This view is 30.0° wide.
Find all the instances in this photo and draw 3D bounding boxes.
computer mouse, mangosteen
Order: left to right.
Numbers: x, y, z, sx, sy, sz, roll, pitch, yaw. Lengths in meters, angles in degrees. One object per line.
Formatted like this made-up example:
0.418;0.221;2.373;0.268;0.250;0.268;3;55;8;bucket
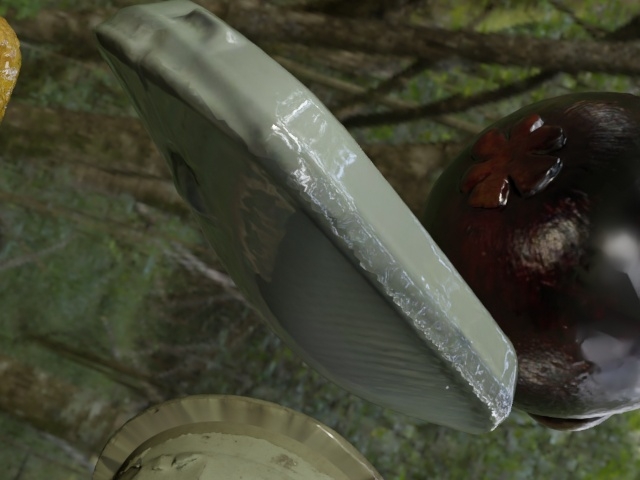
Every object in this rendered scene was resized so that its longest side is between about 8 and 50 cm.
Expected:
-0.005;0.005;0.638;0.095;0.197;0.331;-48;136;-6;computer mouse
0.247;0.033;1.087;0.347;0.307;0.306;50;54;-38;mangosteen

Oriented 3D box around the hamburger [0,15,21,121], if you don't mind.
-0.283;-0.062;0.689;0.283;0.144;0.156;-43;-150;33;hamburger

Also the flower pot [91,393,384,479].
-0.076;0.225;0.670;0.202;0.212;0.212;-54;160;-57;flower pot
